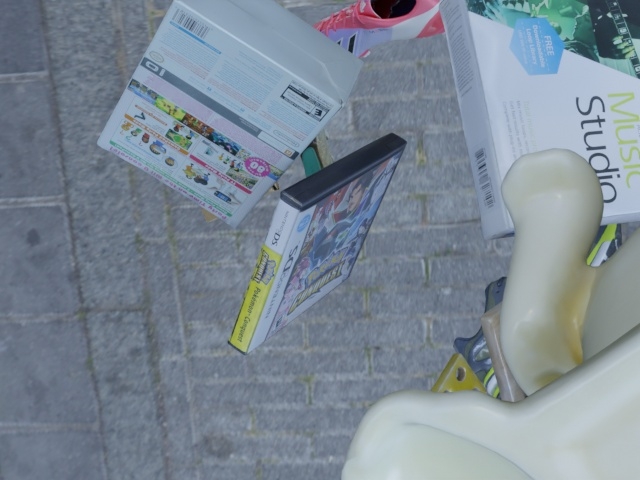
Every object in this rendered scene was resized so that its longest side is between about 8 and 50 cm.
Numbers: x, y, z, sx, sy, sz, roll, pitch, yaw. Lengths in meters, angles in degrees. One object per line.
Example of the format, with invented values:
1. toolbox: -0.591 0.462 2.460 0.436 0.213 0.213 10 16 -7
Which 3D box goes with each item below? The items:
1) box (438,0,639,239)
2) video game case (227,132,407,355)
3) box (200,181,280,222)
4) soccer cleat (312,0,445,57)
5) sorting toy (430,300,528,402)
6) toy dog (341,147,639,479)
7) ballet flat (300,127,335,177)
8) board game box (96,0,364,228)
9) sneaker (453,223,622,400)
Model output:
1. box: 0.286 -0.134 0.879 0.321 0.058 0.232 -7 81 -19
2. video game case: 0.000 0.000 1.227 0.035 0.275 0.248 34 125 18
3. box: -0.170 -0.137 1.665 0.201 0.021 0.165 -21 89 45
4. soccer cleat: 0.055 -0.284 1.197 0.248 0.095 0.083 -8 70 35
5. sorting toy: 0.197 0.101 0.755 0.046 0.274 0.132 -3 108 49
6. toy dog: 0.270 0.060 0.463 0.395 0.408 0.285 40 117 9
7. ballet flat: -0.007 -0.142 1.430 0.057 0.052 0.168 -31 61 40
8. board game box: -0.123 -0.170 1.156 0.224 0.098 0.303 32 140 -13
9. sneaker: 0.289 0.071 1.219 0.121 0.111 0.300 37 84 29
